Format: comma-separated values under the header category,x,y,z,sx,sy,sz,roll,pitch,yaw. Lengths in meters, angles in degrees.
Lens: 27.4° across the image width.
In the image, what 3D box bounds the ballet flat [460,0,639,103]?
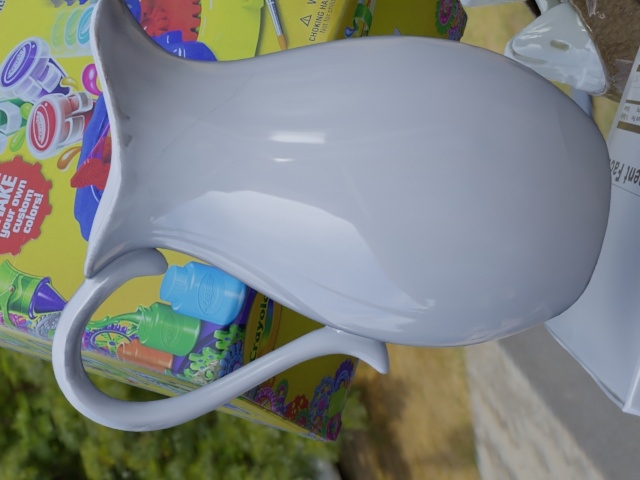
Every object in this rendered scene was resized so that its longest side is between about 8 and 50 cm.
category,x,y,z,sx,sy,sz,roll,pitch,yaw
ballet flat,0.183,-0.222,1.128,0.342,0.124,0.116,56,170,9

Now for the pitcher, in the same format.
category,x,y,z,sx,sy,sz,roll,pitch,yaw
pitcher,0.000,0.000,0.536,0.125,0.207,0.177,-123,43,-73

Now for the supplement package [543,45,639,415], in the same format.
category,x,y,z,sx,sy,sz,roll,pitch,yaw
supplement package,0.248,-0.051,0.622,0.175,0.178,0.292,-103,30,-81

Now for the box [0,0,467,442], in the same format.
category,x,y,z,sx,sy,sz,roll,pitch,yaw
box,-0.099,-0.063,0.795,0.177,0.279,0.289,41,-116,-62
